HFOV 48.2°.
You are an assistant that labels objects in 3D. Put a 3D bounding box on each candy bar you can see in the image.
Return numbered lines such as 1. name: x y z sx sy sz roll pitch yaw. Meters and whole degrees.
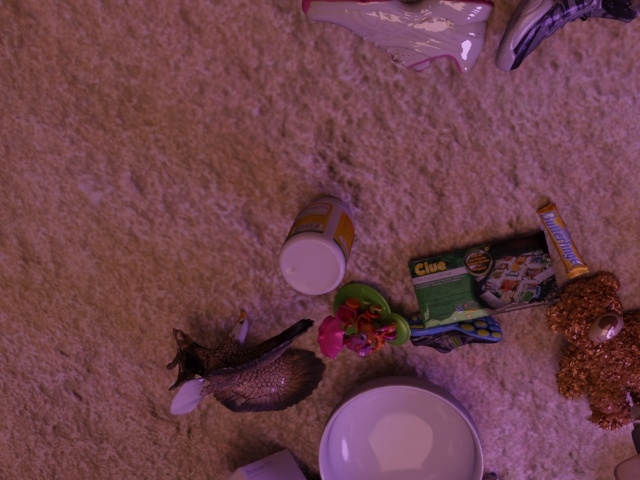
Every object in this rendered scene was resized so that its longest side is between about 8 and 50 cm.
1. candy bar: 0.445 0.000 1.319 0.040 0.018 0.161 -25 110 21

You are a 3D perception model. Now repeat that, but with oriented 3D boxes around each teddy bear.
1. teddy bear: 0.559 0.228 1.361 0.245 0.113 0.338 -7 115 11

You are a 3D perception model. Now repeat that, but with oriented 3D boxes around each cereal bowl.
1. cereal bowl: 0.167 0.434 1.501 0.339 0.141 0.339 2 102 8

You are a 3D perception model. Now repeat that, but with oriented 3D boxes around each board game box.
1. board game box: 0.306 0.076 1.349 0.259 0.030 0.136 -13 91 17

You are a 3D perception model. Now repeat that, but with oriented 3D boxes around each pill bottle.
1. pill bottle: 0.000 0.000 1.293 0.117 0.208 0.117 4 117 8

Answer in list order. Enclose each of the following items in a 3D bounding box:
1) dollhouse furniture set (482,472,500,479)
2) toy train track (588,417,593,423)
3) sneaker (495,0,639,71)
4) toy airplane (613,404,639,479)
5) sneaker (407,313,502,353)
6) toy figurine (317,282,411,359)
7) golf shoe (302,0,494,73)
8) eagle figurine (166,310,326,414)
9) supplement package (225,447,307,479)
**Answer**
1. dollhouse furniture set: 0.301 0.633 1.564 0.303 0.198 0.286 -23 111 20
2. toy train track: 0.597 0.365 1.478 0.083 0.014 0.048 -17 119 24
3. sneaker: 0.395 -0.353 1.100 0.153 0.101 0.268 31 115 -3
4. toy airplane: 0.757 0.330 1.267 0.386 0.272 0.384 24 86 1
5. sneaker: 0.266 0.184 1.427 0.188 0.067 0.078 -2 134 11
6. toy figurine: 0.067 0.180 1.373 0.173 0.159 0.130 27 120 18
7. golf shoe: 0.119 -0.341 1.157 0.306 0.115 0.140 7 121 8
8. eagle figurine: -0.155 0.249 1.465 0.298 0.226 0.225 8 97 12
9. supplement package: -0.099 0.648 1.584 0.175 0.177 0.293 -48 66 27
